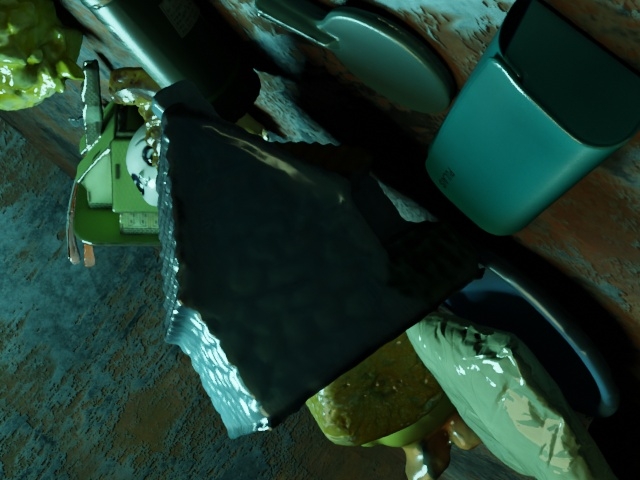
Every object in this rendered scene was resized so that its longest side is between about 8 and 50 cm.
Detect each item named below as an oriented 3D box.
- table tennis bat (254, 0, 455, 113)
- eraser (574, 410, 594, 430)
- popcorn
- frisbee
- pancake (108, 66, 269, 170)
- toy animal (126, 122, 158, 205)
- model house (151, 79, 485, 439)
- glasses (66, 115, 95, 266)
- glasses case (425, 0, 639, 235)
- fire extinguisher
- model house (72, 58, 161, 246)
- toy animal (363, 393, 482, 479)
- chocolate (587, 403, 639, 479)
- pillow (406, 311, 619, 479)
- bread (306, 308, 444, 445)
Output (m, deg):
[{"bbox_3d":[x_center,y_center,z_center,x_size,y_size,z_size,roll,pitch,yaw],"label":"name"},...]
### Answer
[{"bbox_3d":[0.027,-0.167,1.064,0.201,0.033,0.124,31,166,23],"label":"table tennis bat"},{"bbox_3d":[0.314,0.200,1.593,0.122,0.052,0.029,42,170,-23],"label":"eraser"},{"bbox_3d":[-0.433,-0.273,1.778,0.185,0.167,0.187,43,165,-28],"label":"popcorn"},{"bbox_3d":[0.225,0.081,1.393,0.289,0.049,0.289,43,168,12],"label":"frisbee"},{"bbox_3d":[-0.179,-0.119,1.629,0.266,0.057,0.244,36,139,25],"label":"pancake"},{"bbox_3d":[-0.198,-0.092,1.800,0.179,0.138,0.166,38,135,-5],"label":"toy animal"},{"bbox_3d":[-0.061,-0.004,1.341,0.339,0.297,0.360,53,168,3],"label":"model house"},{"bbox_3d":[-0.417,-0.096,2.224,0.118,0.268,0.234,22,174,-21],"label":"glasses"},{"bbox_3d":[0.148,-0.077,0.948,0.117,0.070,0.301,38,171,4],"label":"glasses case"},{"bbox_3d":[-0.180,-0.236,1.288,0.294,0.093,0.118,47,-152,-40],"label":"fire extinguisher"},{"bbox_3d":[-0.272,-0.150,1.926,0.205,0.218,0.279,-97,10,-48],"label":"model house"},{"bbox_3d":[0.104,0.193,1.897,0.338,0.216,0.191,45,-166,-21],"label":"toy animal"},{"bbox_3d":[0.428,0.294,1.454,0.321,0.112,0.112,25,161,51],"label":"chocolate"},{"bbox_3d":[0.222,0.205,1.473,0.274,0.076,0.281,55,166,-20],"label":"pillow"},{"bbox_3d":[0.058,0.125,1.671,0.176,0.195,0.246,-124,20,-54],"label":"bread"}]
